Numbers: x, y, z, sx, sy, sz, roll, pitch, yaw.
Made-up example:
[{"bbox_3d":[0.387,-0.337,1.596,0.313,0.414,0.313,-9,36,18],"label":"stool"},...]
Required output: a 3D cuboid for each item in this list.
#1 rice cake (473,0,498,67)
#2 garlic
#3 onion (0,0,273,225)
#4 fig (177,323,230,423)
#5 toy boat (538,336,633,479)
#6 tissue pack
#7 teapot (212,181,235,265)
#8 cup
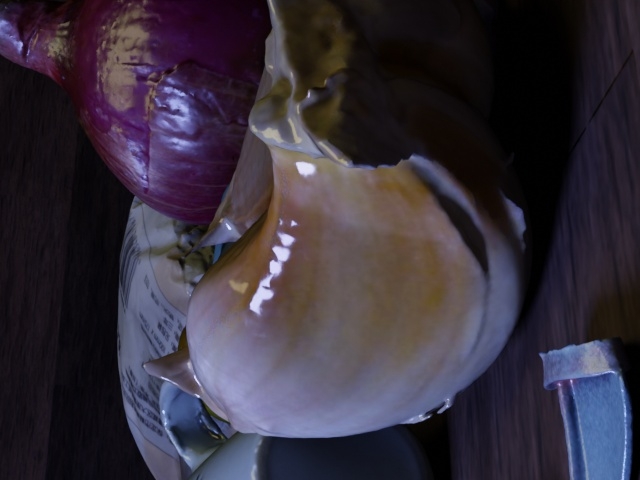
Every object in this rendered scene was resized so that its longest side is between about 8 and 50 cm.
[{"bbox_3d":[0.100,-0.246,1.045,0.081,0.051,0.290,128,145,-54],"label":"rice cake"},{"bbox_3d":[0.010,-0.031,0.908,0.286,0.249,0.313,53,152,26],"label":"garlic"},{"bbox_3d":[-0.166,-0.197,1.538,0.348,0.385,0.348,11,-90,-89],"label":"onion"},{"bbox_3d":[-0.061,0.149,1.459,0.259,0.151,0.151,-119,36,-62],"label":"fig"},{"bbox_3d":[0.137,0.111,0.719,0.096,0.034,0.122,137,129,-74],"label":"toy boat"},{"bbox_3d":[-0.155,0.124,1.832,0.376,0.195,0.390,-105,23,-53],"label":"tissue pack"},{"bbox_3d":[-0.010,-0.006,1.162,0.203,0.171,0.225,-19,52,39],"label":"teapot"},{"bbox_3d":[-0.038,0.188,1.083,0.258,0.186,0.234,56,147,20],"label":"cup"}]
